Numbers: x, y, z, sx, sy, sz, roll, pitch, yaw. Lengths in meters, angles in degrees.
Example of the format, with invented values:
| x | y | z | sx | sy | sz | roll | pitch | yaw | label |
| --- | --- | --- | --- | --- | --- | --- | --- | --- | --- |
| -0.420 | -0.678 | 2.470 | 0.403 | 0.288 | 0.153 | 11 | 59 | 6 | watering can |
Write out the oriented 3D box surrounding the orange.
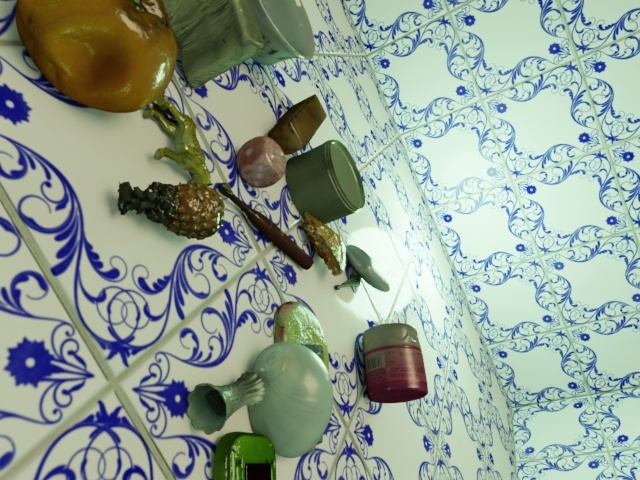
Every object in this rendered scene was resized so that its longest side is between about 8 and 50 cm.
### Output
| x | y | z | sx | sy | sz | roll | pitch | yaw | label |
| --- | --- | --- | --- | --- | --- | --- | --- | --- | --- |
| -0.336 | -0.342 | 0.776 | 0.249 | 0.183 | 0.249 | 43 | 38 | -46 | orange |

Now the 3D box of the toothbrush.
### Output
| x | y | z | sx | sy | sz | roll | pitch | yaw | label |
| --- | --- | --- | --- | --- | --- | --- | --- | --- | --- |
| -0.124 | -0.028 | 1.156 | 0.364 | 0.040 | 0.041 | 45 | 34 | -43 | toothbrush |

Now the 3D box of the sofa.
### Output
| x | y | z | sx | sy | sz | roll | pitch | yaw | label |
| --- | --- | --- | --- | --- | --- | --- | --- | --- | --- |
| -0.256 | -0.474 | 1.017 | 0.176 | 0.210 | 0.225 | -11 | 83 | -67 | sofa |

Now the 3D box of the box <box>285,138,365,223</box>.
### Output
| x | y | z | sx | sy | sz | roll | pitch | yaw | label |
| --- | --- | --- | --- | --- | --- | --- | --- | --- | --- |
| 0.019 | -0.169 | 1.427 | 0.226 | 0.149 | 0.226 | 47 | 33 | -43 | box |

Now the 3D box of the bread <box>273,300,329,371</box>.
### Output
| x | y | z | sx | sy | sz | roll | pitch | yaw | label |
| --- | --- | --- | --- | --- | --- | --- | --- | --- | --- |
| -0.037 | 0.252 | 1.131 | 0.228 | 0.033 | 0.229 | 43 | 37 | -46 | bread |

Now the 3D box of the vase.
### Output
| x | y | z | sx | sy | sz | roll | pitch | yaw | label |
| --- | --- | --- | --- | --- | --- | --- | --- | --- | --- |
| -0.152 | 0.270 | 0.830 | 0.148 | 0.081 | 0.081 | 6 | 67 | -66 | vase |

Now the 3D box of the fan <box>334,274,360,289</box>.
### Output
| x | y | z | sx | sy | sz | roll | pitch | yaw | label |
| --- | --- | --- | --- | --- | --- | --- | --- | --- | --- |
| 0.087 | 0.135 | 1.498 | 0.193 | 0.016 | 0.038 | -8 | 81 | -66 | fan |

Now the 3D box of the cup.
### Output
| x | y | z | sx | sy | sz | roll | pitch | yaw | label |
| --- | --- | --- | --- | --- | --- | --- | --- | --- | --- |
| -0.172 | -0.647 | 1.372 | 0.347 | 0.163 | 0.347 | 45 | 35 | -44 | cup |

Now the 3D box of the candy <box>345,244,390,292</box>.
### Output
| x | y | z | sx | sy | sz | roll | pitch | yaw | label |
| --- | --- | --- | --- | --- | --- | --- | --- | --- | --- |
| 0.156 | 0.094 | 1.584 | 0.174 | 0.071 | 0.138 | 44 | 5 | -45 | candy |

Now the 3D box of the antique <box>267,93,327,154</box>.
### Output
| x | y | z | sx | sy | sz | roll | pitch | yaw | label |
| --- | --- | --- | --- | --- | --- | --- | --- | --- | --- |
| -0.068 | -0.348 | 1.445 | 0.087 | 0.093 | 0.310 | 60 | 26 | -22 | antique |

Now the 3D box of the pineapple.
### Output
| x | y | z | sx | sy | sz | roll | pitch | yaw | label |
| --- | --- | --- | --- | --- | --- | --- | --- | --- | --- |
| -0.261 | -0.062 | 0.834 | 0.197 | 0.108 | 0.108 | 13 | 59 | -50 | pineapple |

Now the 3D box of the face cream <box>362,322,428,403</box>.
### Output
| x | y | z | sx | sy | sz | roll | pitch | yaw | label |
| --- | --- | --- | --- | --- | --- | --- | --- | --- | --- |
| 0.213 | 0.358 | 1.401 | 0.175 | 0.175 | 0.195 | 38 | 40 | -49 | face cream |

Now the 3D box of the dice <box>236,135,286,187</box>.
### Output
| x | y | z | sx | sy | sz | roll | pitch | yaw | label |
| --- | --- | --- | --- | --- | --- | --- | --- | --- | --- |
| -0.144 | -0.190 | 1.171 | 0.091 | 0.093 | 0.094 | 41 | 38 | -47 | dice |

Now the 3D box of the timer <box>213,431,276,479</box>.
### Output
| x | y | z | sx | sy | sz | roll | pitch | yaw | label |
| --- | --- | --- | --- | --- | --- | --- | --- | --- | --- |
| -0.124 | 0.397 | 0.823 | 0.140 | 0.047 | 0.128 | 37 | 41 | -50 | timer |

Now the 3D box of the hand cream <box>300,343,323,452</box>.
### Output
| x | y | z | sx | sy | sz | roll | pitch | yaw | label |
| --- | --- | --- | --- | --- | --- | --- | --- | --- | --- |
| -0.019 | 0.341 | 1.049 | 0.083 | 0.048 | 0.224 | 22 | 61 | -49 | hand cream |

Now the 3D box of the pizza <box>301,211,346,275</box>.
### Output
| x | y | z | sx | sy | sz | roll | pitch | yaw | label |
| --- | --- | --- | --- | --- | --- | --- | --- | --- | --- |
| 0.000 | 0.000 | 1.373 | 0.199 | 0.062 | 0.188 | 51 | 18 | -24 | pizza |

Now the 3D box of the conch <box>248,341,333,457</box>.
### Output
| x | y | z | sx | sy | sz | roll | pitch | yaw | label |
| --- | --- | --- | --- | --- | --- | --- | --- | --- | --- |
| -0.057 | 0.309 | 0.947 | 0.184 | 0.121 | 0.221 | -19 | 81 | -24 | conch |

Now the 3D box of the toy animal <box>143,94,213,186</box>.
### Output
| x | y | z | sx | sy | sz | roll | pitch | yaw | label |
| --- | --- | --- | --- | --- | --- | --- | --- | --- | --- |
| -0.277 | -0.202 | 0.952 | 0.181 | 0.073 | 0.136 | 65 | 14 | 19 | toy animal |
